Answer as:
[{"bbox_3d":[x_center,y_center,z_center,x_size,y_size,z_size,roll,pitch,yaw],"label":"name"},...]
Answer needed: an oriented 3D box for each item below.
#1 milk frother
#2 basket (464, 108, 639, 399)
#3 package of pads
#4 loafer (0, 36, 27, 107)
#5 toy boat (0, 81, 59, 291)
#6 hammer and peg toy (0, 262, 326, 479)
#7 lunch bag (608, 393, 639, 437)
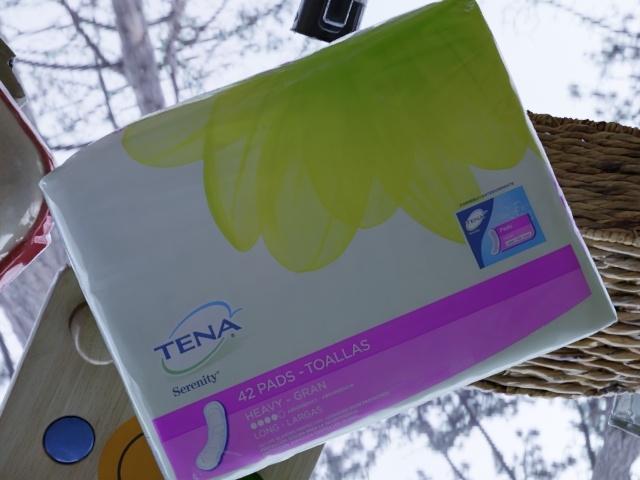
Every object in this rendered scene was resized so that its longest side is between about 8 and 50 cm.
[{"bbox_3d":[0.056,-0.285,1.284,0.143,0.134,0.129,13,-168,-25],"label":"milk frother"},{"bbox_3d":[0.202,0.011,1.085,0.299,0.213,0.223,8,-146,9],"label":"basket"},{"bbox_3d":[0.000,0.000,0.688,0.297,0.101,0.229,-24,-91,2],"label":"package of pads"},{"bbox_3d":[-0.353,-0.197,1.176,0.050,0.056,0.148,-14,-98,-26],"label":"loafer"},{"bbox_3d":[-0.274,-0.057,0.848,0.151,0.151,0.231,-43,-112,10],"label":"toy boat"},{"bbox_3d":[-0.156,0.221,0.858,0.361,0.266,0.127,-66,-159,3],"label":"hammer and peg toy"},{"bbox_3d":[0.514,0.165,1.347,0.169,0.235,0.287,7,-173,-26],"label":"lunch bag"}]
